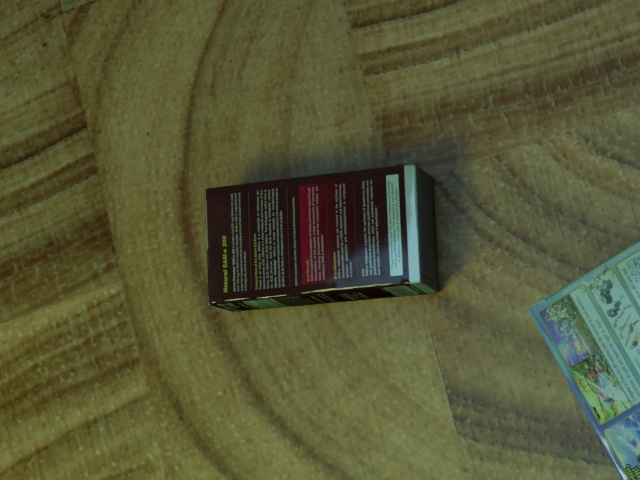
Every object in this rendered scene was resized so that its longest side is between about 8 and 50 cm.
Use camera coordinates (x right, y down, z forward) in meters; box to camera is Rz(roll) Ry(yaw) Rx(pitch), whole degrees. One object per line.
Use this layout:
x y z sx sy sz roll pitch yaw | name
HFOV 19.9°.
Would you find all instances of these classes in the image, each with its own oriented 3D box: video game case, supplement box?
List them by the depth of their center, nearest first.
0.373 0.121 1.781 0.244 0.061 0.269 -33 71 16 | video game case
0.000 0.000 1.941 0.239 0.073 0.130 -5 78 19 | supplement box
